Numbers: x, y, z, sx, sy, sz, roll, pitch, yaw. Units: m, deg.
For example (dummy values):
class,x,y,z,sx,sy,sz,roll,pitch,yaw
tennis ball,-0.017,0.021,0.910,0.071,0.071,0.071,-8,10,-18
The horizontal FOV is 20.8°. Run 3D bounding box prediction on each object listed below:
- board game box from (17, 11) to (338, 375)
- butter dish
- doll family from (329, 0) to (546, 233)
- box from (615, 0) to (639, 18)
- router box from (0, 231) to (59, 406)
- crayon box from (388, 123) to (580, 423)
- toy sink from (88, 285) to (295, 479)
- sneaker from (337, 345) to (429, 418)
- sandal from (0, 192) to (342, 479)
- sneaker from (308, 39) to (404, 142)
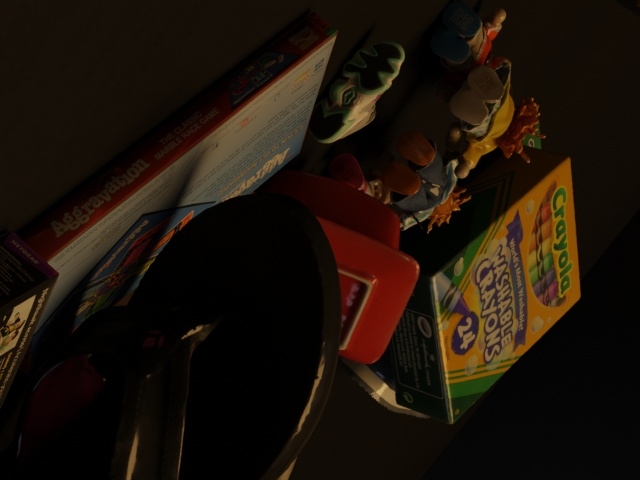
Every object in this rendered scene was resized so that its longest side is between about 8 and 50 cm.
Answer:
class,x,y,z,sx,sy,sz,roll,pitch,yaw
board game box,-0.100,-0.033,1.178,0.281,0.027,0.145,-41,163,-32
butter dish,0.000,0.000,1.385,0.160,0.160,0.118,111,0,-52
doll family,0.106,-0.074,1.516,0.263,0.118,0.163,-51,166,2
box,0.230,-0.304,1.060,0.307,0.242,0.076,-58,164,25
router box,-0.238,0.091,1.035,0.133,0.046,0.179,-33,158,-51
crayon box,0.200,0.031,1.980,0.323,0.083,0.203,-40,133,-37
toy sink,-0.107,0.137,1.340,0.131,0.153,0.234,-42,165,-30
sneaker,0.121,0.136,2.115,0.131,0.112,0.319,-51,167,5
sandal,-0.146,0.149,1.161,0.446,0.167,0.107,-48,155,23
sneaker,0.034,-0.117,1.362,0.098,0.038,0.069,-44,169,15
